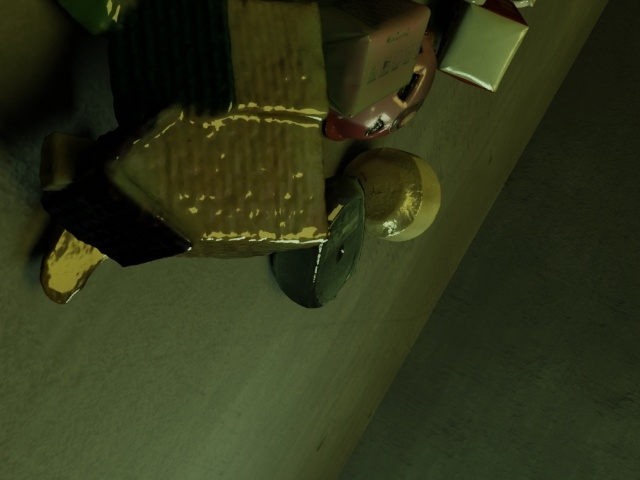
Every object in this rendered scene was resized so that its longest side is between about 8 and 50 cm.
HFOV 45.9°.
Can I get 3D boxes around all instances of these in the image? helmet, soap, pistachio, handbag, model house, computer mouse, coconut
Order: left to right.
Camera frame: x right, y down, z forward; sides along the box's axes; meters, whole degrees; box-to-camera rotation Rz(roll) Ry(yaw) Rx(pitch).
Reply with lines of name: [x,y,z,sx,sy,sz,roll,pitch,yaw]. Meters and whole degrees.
pistachio: [-0.277,-0.008,0.898,0.090,0.049,0.172,29,90,-46]
model house: [-0.159,-0.126,0.798,0.284,0.243,0.298,-3,86,-42]
computer mouse: [-0.001,-0.003,1.487,0.203,0.114,0.373,-45,158,-29]
soap: [0.032,-0.293,1.107,0.199,0.182,0.138,-37,149,-49]
helmet: [0.126,-0.286,1.408,0.198,0.154,0.253,-26,134,-61]
coconut: [0.151,-0.098,1.621,0.202,0.202,0.222,-66,158,7]
handbag: [0.343,-0.470,1.698,0.298,0.151,0.171,-86,-163,-59]

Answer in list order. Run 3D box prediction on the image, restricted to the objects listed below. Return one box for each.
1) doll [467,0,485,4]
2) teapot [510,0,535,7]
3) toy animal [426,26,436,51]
doll: [0.275,-0.527,1.441,0.311,0.242,0.159,-2,139,-21]
teapot: [0.523,-0.700,1.846,0.298,0.139,0.204,-60,152,0]
toy animal: [0.201,-0.399,1.577,0.241,0.057,0.099,-31,143,-55]
